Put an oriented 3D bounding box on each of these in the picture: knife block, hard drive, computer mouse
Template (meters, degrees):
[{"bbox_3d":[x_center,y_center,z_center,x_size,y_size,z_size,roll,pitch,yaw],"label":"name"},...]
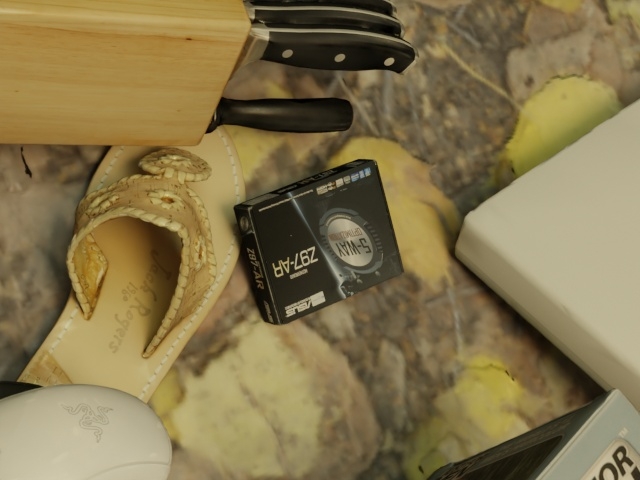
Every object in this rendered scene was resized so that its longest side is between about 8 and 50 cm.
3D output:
[{"bbox_3d":[-0.092,-0.096,0.662,0.242,0.088,0.276,32,43,3],"label":"knife block"},{"bbox_3d":[0.278,0.055,0.741,0.233,0.047,0.353,-32,62,-29],"label":"hard drive"},{"bbox_3d":[-0.148,0.102,0.520,0.193,0.042,0.106,-27,56,-24],"label":"computer mouse"}]

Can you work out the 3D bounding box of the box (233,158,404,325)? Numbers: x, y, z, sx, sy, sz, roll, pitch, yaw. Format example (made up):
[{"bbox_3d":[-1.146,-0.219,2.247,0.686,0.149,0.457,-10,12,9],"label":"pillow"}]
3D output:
[{"bbox_3d":[0.000,0.000,0.724,0.083,0.018,0.067,-21,105,-28],"label":"box"}]

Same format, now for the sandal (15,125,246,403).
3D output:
[{"bbox_3d":[-0.087,0.017,0.662,0.088,0.079,0.240,28,62,-10],"label":"sandal"}]

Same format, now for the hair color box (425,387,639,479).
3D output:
[{"bbox_3d":[0.183,0.259,0.616,0.374,0.185,0.113,48,61,2],"label":"hair color box"}]

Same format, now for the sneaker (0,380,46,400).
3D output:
[{"bbox_3d":[-0.101,0.210,0.532,0.122,0.146,0.331,-4,75,-20],"label":"sneaker"}]
